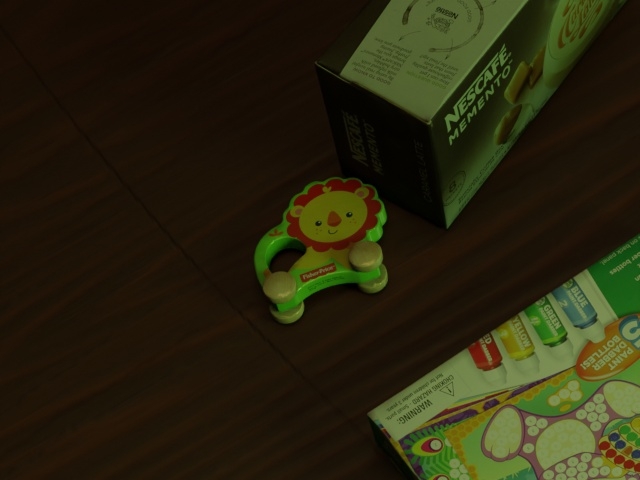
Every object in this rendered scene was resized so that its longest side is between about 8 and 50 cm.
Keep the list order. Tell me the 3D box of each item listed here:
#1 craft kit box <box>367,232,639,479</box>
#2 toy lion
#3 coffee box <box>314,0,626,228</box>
[{"bbox_3d":[0.198,0.139,1.178,0.250,0.061,0.246,-33,62,-10],"label":"craft kit box"},{"bbox_3d":[0.000,0.000,1.313,0.100,0.034,0.096,-20,51,-2],"label":"toy lion"},{"bbox_3d":[0.114,-0.150,1.316,0.098,0.141,0.246,30,68,25],"label":"coffee box"}]
